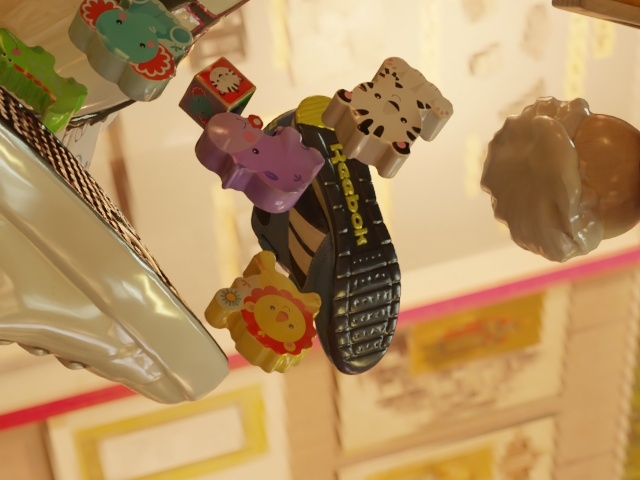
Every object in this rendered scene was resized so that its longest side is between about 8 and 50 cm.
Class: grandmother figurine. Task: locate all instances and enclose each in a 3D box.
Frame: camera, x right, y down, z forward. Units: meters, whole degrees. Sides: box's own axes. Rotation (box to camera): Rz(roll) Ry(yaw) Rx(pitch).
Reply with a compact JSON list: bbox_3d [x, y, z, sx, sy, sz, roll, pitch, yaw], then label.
[{"bbox_3d":[0.253,-0.037,1.010,0.104,0.342,0.208,66,27,-53],"label":"grandmother figurine"}]

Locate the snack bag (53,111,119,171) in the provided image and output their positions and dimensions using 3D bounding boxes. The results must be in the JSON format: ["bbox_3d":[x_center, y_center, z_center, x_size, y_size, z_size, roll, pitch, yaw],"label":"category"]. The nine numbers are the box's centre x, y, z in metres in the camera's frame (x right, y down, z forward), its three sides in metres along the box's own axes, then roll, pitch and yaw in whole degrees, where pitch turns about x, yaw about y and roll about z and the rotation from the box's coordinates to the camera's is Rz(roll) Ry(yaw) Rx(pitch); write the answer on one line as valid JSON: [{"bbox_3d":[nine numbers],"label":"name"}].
[{"bbox_3d":[-0.162,-0.140,1.467,0.342,0.037,0.323,-68,-179,-57],"label":"snack bag"}]

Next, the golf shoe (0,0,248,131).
[{"bbox_3d":[-0.073,-0.156,1.001,0.105,0.273,0.120,55,-18,7],"label":"golf shoe"}]

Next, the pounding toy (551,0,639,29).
[{"bbox_3d":[0.293,-0.189,1.472,0.094,0.206,0.181,-141,-116,-78],"label":"pounding toy"}]

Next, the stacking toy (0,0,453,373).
[{"bbox_3d":[-0.059,-0.062,0.857,0.221,0.052,0.167,43,-43,9],"label":"stacking toy"}]

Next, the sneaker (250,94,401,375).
[{"bbox_3d":[0.000,0.000,0.994,0.059,0.053,0.144,-16,-97,42],"label":"sneaker"}]

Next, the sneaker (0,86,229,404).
[{"bbox_3d":[-0.154,-0.001,0.752,0.290,0.123,0.106,44,3,-40],"label":"sneaker"}]
